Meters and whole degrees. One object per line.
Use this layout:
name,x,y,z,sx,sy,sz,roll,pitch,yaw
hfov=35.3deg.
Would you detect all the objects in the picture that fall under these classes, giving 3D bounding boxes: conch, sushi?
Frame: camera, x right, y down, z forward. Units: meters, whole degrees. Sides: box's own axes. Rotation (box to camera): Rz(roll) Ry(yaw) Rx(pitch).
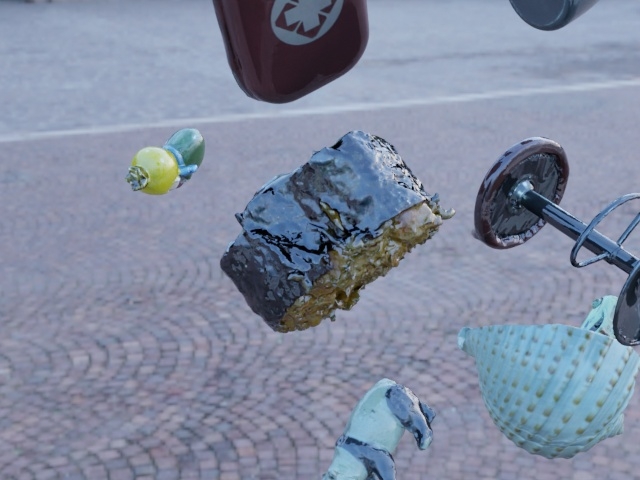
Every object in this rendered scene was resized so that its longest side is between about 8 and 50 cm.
conch,0.402,0.269,1.782,0.319,0.215,0.303,11,-24,-8
sushi,0.000,0.000,1.483,0.207,0.348,0.234,55,32,14

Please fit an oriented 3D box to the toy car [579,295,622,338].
toy car,0.574,0.196,2.061,0.186,0.093,0.058,-49,16,-24

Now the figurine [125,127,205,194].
figurine,-0.375,-0.159,2.342,0.127,0.185,0.234,40,46,-6

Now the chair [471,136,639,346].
chair,0.416,-0.022,1.673,0.227,0.226,0.401,-12,35,-34

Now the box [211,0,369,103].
box,-0.049,-0.394,1.587,0.263,0.404,0.108,-30,53,-13

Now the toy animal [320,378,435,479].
toy animal,0.085,0.311,1.519,0.121,0.225,0.094,36,-23,0

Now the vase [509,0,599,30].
vase,0.503,-0.515,1.833,0.321,0.173,0.173,-28,28,-24
